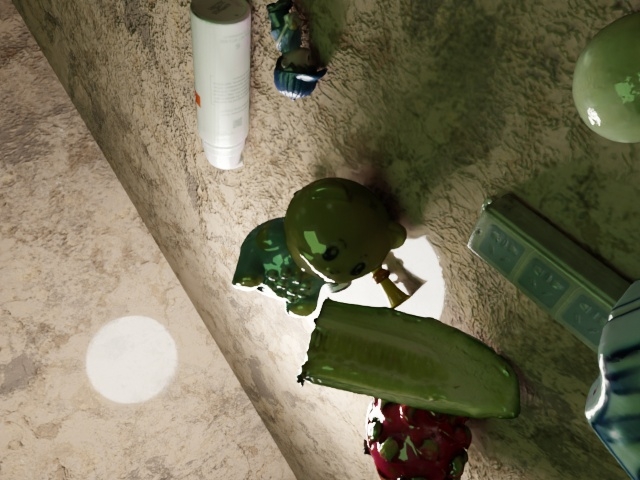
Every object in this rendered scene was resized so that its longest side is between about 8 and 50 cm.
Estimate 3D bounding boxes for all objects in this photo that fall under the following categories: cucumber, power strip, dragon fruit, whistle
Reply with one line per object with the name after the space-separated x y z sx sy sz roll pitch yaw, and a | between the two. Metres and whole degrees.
0.137 0.192 0.804 0.326 0.145 0.105 11 159 11 | cucumber
0.276 0.048 0.576 0.272 0.052 0.078 44 148 25 | power strip
0.169 0.347 0.937 0.218 0.198 0.273 44 175 5 | dragon fruit
0.111 0.068 0.899 0.046 0.057 0.109 -41 67 18 | whistle

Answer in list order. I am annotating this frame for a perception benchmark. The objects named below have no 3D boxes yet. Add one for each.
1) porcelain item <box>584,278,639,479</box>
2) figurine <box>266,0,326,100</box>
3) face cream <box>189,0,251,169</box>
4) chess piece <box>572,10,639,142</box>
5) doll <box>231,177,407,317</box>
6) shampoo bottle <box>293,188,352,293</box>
0.365 0.130 0.350 0.285 0.157 0.281 55 138 6 | porcelain item
-0.048 -0.275 0.755 0.136 0.080 0.077 61 -166 -16 | figurine
-0.180 -0.269 0.948 0.102 0.102 0.345 46 149 22 | face cream
0.279 -0.132 0.331 0.133 0.133 0.243 62 159 -8 | chess piece
-0.004 0.005 0.832 0.177 0.161 0.261 33 139 -24 | doll
0.001 -0.001 0.972 0.064 0.057 0.207 7 125 57 | shampoo bottle
